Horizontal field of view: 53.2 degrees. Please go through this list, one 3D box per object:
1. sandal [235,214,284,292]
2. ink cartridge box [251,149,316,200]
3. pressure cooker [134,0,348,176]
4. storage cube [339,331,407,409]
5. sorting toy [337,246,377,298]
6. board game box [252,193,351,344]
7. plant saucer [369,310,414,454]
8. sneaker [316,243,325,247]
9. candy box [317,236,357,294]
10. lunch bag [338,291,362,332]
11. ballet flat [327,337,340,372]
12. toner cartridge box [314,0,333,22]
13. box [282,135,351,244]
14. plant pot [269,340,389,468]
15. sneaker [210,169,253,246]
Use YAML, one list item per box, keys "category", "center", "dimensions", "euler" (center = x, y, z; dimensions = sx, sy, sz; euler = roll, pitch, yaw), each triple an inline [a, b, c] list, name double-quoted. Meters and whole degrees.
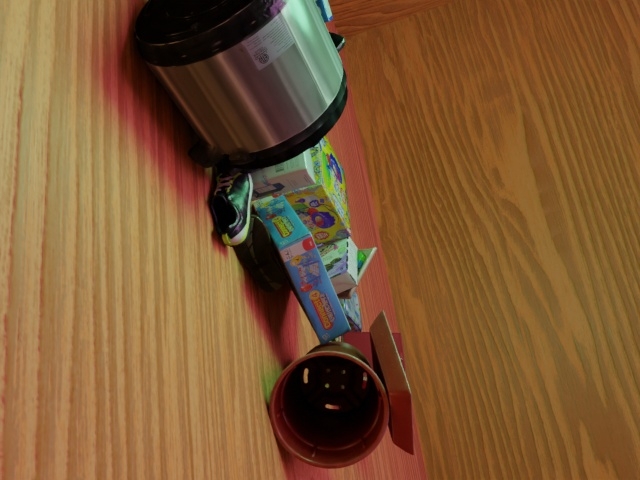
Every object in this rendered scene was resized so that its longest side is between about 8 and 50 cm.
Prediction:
- category: "sandal"
  center: [-0.148, 0.029, 1.552]
  dimensions: [0.060, 0.090, 0.219]
  euler: [-114, 179, -57]
- category: "ink cartridge box"
  center: [-0.132, -0.196, 1.579]
  dimensions: [0.093, 0.212, 0.154]
  euler: [52, 26, -66]
- category: "pressure cooker"
  center: [-0.145, -0.355, 1.366]
  dimensions: [0.420, 0.369, 0.376]
  euler: [57, 26, -44]
- category: "storage cube"
  center: [0.160, 0.418, 2.033]
  dimensions: [0.184, 0.193, 0.215]
  euler: [95, -3, -46]
- category: "sorting toy"
  center: [0.082, 0.104, 2.075]
  dimensions: [0.038, 0.208, 0.193]
  euler: [38, 68, -19]
- category: "board game box"
  center: [-0.053, 0.064, 1.662]
  dimensions: [0.308, 0.086, 0.302]
  euler: [68, -7, -28]
- category: "plant saucer"
  center: [0.168, 0.348, 1.552]
  dimensions: [0.259, 0.047, 0.259]
  euler: [-106, -175, -49]
- category: "sneaker"
  center: [0.000, 0.000, 2.195]
  dimensions: [0.063, 0.073, 0.162]
  euler: [54, 25, -57]
- category: "candy box"
  center: [0.031, 0.088, 2.018]
  dimensions: [0.070, 0.164, 0.196]
  euler: [54, 22, -29]
- category: "lunch bag"
  center: [0.077, 0.223, 2.235]
  dimensions: [0.219, 0.090, 0.176]
  euler: [53, 27, -57]
- category: "ballet flat"
  center: [0.027, 0.312, 1.997]
  dimensions: [0.067, 0.073, 0.206]
  euler: [34, 38, -49]
- category: "toner cartridge box"
  center: [-0.160, -0.561, 1.557]
  dimensions: [0.075, 0.347, 0.165]
  euler: [-70, 143, -66]
- category: "box"
  center: [-0.038, -0.178, 2.017]
  dimensions: [0.290, 0.177, 0.279]
  euler: [56, 24, -53]
- category: "plant pot"
  center: [0.030, 0.373, 1.572]
  dimensions: [0.265, 0.272, 0.273]
  euler: [-41, 116, -84]
- category: "sneaker"
  center: [-0.205, -0.099, 1.453]
  dimensions: [0.097, 0.084, 0.235]
  euler: [44, 34, -63]
